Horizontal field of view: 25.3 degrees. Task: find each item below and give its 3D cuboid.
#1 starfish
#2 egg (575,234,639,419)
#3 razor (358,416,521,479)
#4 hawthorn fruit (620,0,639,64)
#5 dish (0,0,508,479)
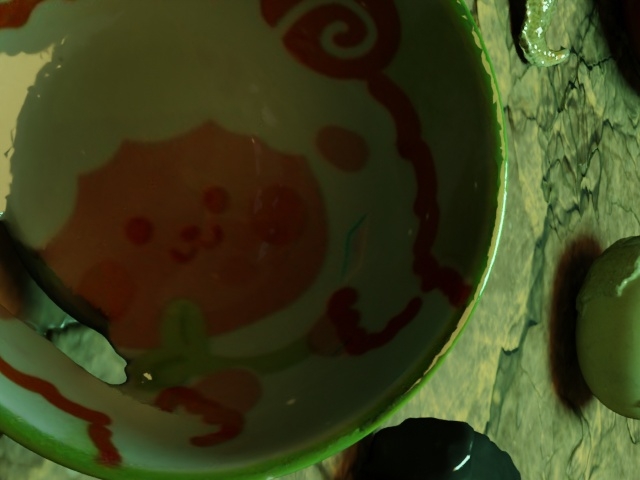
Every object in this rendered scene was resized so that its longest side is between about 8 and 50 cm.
[{"bbox_3d":[0.200,-0.329,1.321,0.302,0.060,0.299,33,63,-50],"label":"starfish"},{"bbox_3d":[0.325,0.081,1.387,0.164,0.164,0.201,54,49,-39],"label":"egg"},{"bbox_3d":[0.065,0.290,1.013,0.189,0.107,0.327,60,41,-36],"label":"razor"},{"bbox_3d":[0.453,-0.277,1.506,0.316,0.316,0.316,8,81,-56],"label":"hawthorn fruit"},{"bbox_3d":[-0.073,-0.036,0.753,0.324,0.124,0.324,1,86,-14],"label":"dish"}]
